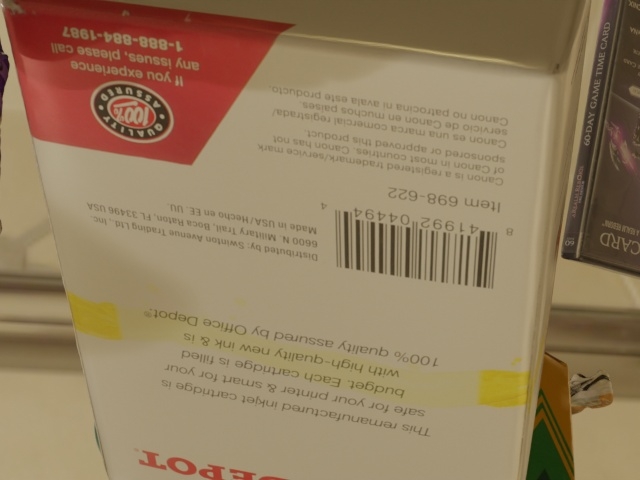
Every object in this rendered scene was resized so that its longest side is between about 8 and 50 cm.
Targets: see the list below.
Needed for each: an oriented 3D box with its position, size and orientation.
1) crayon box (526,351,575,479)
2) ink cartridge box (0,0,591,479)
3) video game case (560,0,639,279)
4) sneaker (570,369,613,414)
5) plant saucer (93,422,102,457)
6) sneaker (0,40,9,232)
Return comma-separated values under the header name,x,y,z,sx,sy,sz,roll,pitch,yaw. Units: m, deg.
name,x,y,z,sx,sy,sz,roll,pitch,yaw
crayon box,0.140,0.226,1.197,0.202,0.081,0.318,-48,21,36
ink cartridge box,0.000,0.000,0.779,0.160,0.279,0.384,-69,-17,-46
video game case,0.293,-0.101,1.071,0.026,0.196,0.274,5,83,54
sneaker,0.257,0.153,1.312,0.083,0.032,0.037,-17,58,33
plant saucer,-0.209,0.202,1.419,0.119,0.021,0.119,-6,80,34
sneaker,-0.166,-0.055,0.559,0.170,0.068,0.071,-109,33,-54
